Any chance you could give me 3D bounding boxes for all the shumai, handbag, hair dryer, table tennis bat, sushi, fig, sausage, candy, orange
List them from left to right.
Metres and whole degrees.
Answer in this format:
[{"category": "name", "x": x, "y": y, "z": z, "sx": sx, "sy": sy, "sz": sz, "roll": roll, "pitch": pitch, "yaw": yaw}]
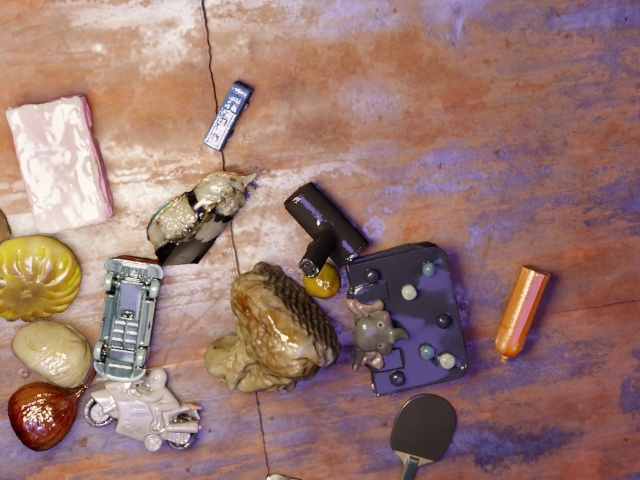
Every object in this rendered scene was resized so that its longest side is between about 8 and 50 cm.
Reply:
[{"category": "fig", "x": -0.562, "y": 0.360, "z": 1.671, "sx": 0.201, "sy": 0.134, "sz": 0.146, "roll": -25, "pitch": 113, "yaw": -11}, {"category": "candy", "x": -0.525, "y": -0.158, "z": 1.574, "sx": 0.155, "sy": 0.116, "sz": 0.265, "roll": -11, "pitch": 101, "yaw": -3}, {"category": "sushi", "x": -0.254, "y": -0.076, "z": 1.632, "sx": 0.109, "sy": 0.134, "sz": 0.273, "roll": 45, "pitch": 104, "yaw": 17}, {"category": "shumai", "x": -0.122, "y": 0.226, "z": 1.618, "sx": 0.267, "sy": 0.314, "sz": 0.262, "roll": 37, "pitch": 99, "yaw": -26}, {"category": "hair dryer", "x": 0.000, "y": 0.000, "z": 1.614, "sx": 0.089, "sy": 0.251, "sz": 0.197, "roll": -36, "pitch": 104, "yaw": 24}, {"category": "orange", "x": 0.005, "y": 0.089, "z": 1.706, "sx": 0.085, "sy": 0.095, "sz": 0.085, "roll": -1, "pitch": 96, "yaw": -11}, {"category": "handbag", "x": 0.179, "y": 0.183, "z": 1.744, "sx": 0.268, "sy": 0.118, "sz": 0.326, "roll": -15, "pitch": 101, "yaw": -4}, {"category": "table tennis bat", "x": 0.233, "y": 0.499, "z": 1.861, "sx": 0.154, "sy": 0.021, "sz": 0.274, "roll": 18, "pitch": 96, "yaw": -11}, {"category": "sausage", "x": 0.465, "y": 0.177, "z": 1.802, "sx": 0.071, "sy": 0.071, "sz": 0.234, "roll": 17, "pitch": 99, "yaw": -11}]

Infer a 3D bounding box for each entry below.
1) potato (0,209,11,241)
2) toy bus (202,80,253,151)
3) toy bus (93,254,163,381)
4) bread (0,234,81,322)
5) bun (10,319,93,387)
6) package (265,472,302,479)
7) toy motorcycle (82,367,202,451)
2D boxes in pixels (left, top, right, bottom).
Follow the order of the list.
[{"category": "potato", "x": -0.788, "y": -0.032, "z": 1.521, "sx": 0.264, "sy": 0.189, "sz": 0.211, "roll": -20, "pitch": 103, "yaw": -4}, {"category": "toy bus", "x": -0.195, "y": -0.261, "z": 1.624, "sx": 0.051, "sy": 0.061, "sz": 0.153, "roll": 28, "pitch": 98, "yaw": -7}, {"category": "toy bus", "x": -0.407, "y": 0.161, "z": 1.649, "sx": 0.121, "sy": 0.120, "sz": 0.265, "roll": 9, "pitch": 101, "yaw": -6}, {"category": "bread", "x": -0.605, "y": 0.088, "z": 1.600, "sx": 0.213, "sy": 0.105, "sz": 0.214, "roll": -9, "pitch": 124, "yaw": -14}, {"category": "bun", "x": -0.552, "y": 0.229, "z": 1.619, "sx": 0.173, "sy": 0.167, "sz": 0.113, "roll": 31, "pitch": 79, "yaw": 11}, {"category": "package", "x": -0.084, "y": 0.667, "z": 1.841, "sx": 0.166, "sy": 0.040, "sz": 0.232, "roll": 19, "pitch": 99, "yaw": -12}, {"category": "toy motorcycle", "x": -0.382, "y": 0.364, "z": 1.708, "sx": 0.260, "sy": 0.110, "sz": 0.171, "roll": 21, "pitch": 86, "yaw": -17}]
